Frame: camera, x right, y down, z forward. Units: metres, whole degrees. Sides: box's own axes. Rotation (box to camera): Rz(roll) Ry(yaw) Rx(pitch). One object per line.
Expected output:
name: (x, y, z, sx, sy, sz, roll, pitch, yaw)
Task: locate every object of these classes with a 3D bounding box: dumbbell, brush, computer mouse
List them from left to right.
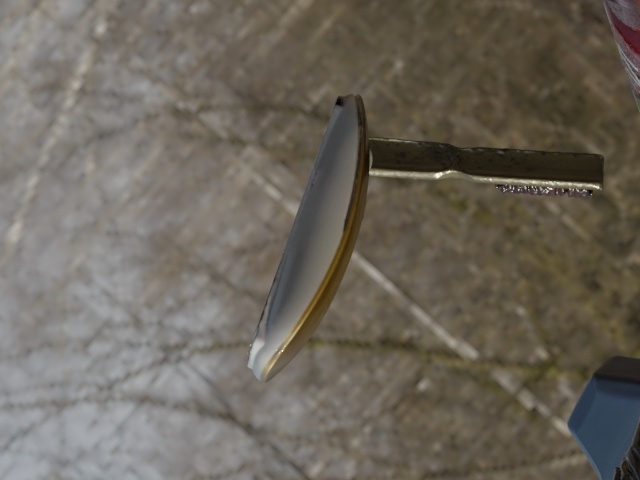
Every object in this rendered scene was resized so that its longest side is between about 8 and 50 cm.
computer mouse: (0.000, 0.000, 1.520, 0.056, 0.245, 0.126, 18, 163, 0)
brush: (0.151, -0.069, 1.830, 0.036, 0.248, 0.043, 85, -170, -54)
dumbbell: (0.416, 0.160, 2.152, 0.325, 0.144, 0.160, -34, -86, -50)

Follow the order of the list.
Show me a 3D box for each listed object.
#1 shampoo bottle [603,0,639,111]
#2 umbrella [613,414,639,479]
shampoo bottle: (0.264, -0.146, 1.415, 0.314, 0.076, 0.118, 46, -156, -66)
umbrella: (0.291, 0.261, 1.764, 0.059, 0.235, 0.066, 13, 151, 19)
